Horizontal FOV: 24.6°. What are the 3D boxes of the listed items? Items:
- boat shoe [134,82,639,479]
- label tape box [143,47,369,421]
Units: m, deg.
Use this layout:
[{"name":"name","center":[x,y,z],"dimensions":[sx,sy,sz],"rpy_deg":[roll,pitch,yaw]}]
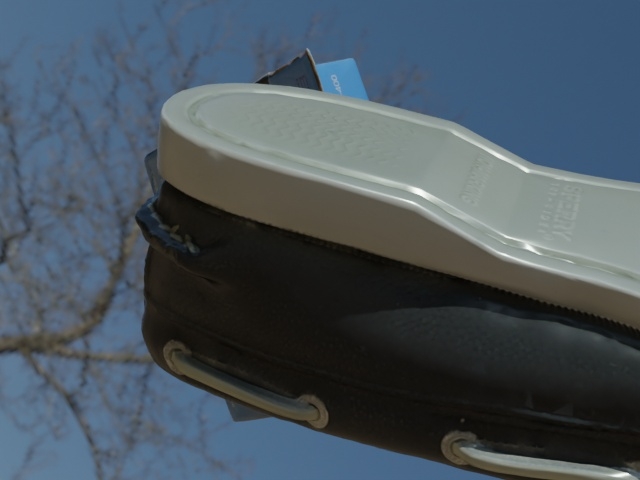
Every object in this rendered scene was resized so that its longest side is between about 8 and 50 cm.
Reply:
[{"name":"boat shoe","center":[0.089,0.035,0.430],"dimensions":[0.303,0.114,0.091],"rpy_deg":[20,-65,18]},{"name":"label tape box","center":[0.000,0.000,1.106],"dimensions":[0.334,0.106,0.240],"rpy_deg":[-20,-91,62]}]
